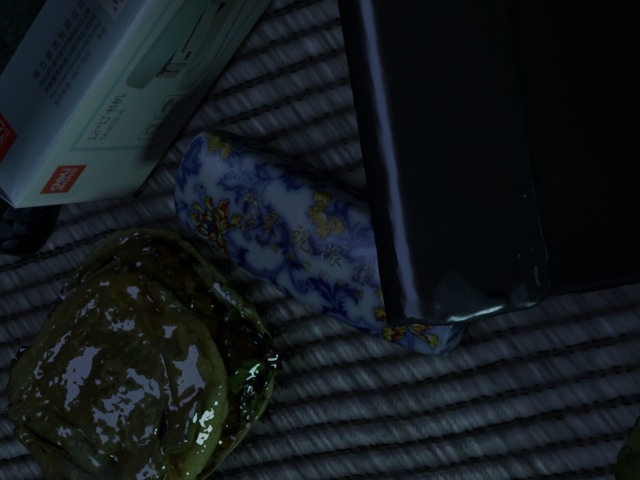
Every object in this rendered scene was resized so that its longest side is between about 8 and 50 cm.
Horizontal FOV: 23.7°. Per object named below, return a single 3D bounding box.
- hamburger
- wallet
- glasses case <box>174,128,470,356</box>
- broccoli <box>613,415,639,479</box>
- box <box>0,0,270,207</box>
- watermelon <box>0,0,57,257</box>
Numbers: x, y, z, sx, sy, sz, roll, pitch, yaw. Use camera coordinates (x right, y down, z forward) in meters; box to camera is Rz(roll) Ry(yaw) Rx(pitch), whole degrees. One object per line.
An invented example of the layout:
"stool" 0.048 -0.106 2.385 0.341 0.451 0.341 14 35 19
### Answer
"hamburger" -0.133 0.103 1.154 0.183 0.130 0.206 43 98 19
"wallet" 0.108 -0.165 0.893 0.062 0.228 0.406 -7 94 60
"glasses case" 0.000 0.000 1.072 0.248 0.065 0.087 26 112 26
"broccoli" 0.304 0.084 0.873 0.198 0.177 0.275 14 140 -3
"box" -0.135 -0.141 1.102 0.079 0.135 0.269 50 119 21
"watermelon" -0.356 -0.118 1.217 0.213 0.289 0.320 16 122 61
